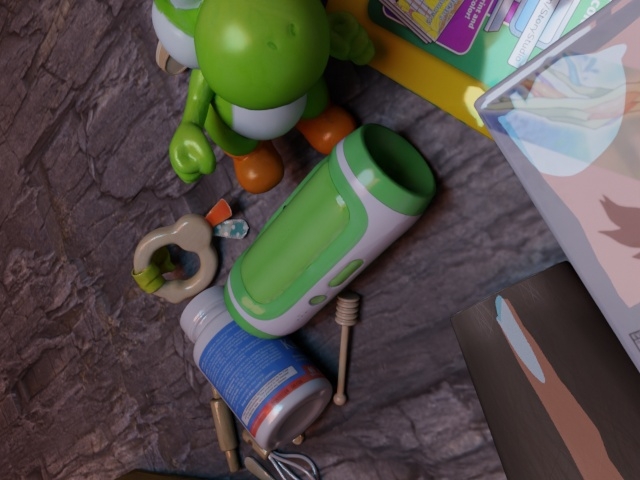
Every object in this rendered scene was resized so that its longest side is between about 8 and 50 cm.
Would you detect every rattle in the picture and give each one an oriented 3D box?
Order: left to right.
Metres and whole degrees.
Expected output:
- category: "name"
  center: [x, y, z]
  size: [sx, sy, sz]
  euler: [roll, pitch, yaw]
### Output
- category: "rattle"
  center: [-0.199, -0.009, 0.954]
  size: [0.130, 0.143, 0.200]
  euler: [35, 107, -9]

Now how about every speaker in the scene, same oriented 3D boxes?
- category: "speaker"
  center: [0.000, 0.000, 0.739]
  size: [0.296, 0.131, 0.131]
  euler: [-46, 71, 35]

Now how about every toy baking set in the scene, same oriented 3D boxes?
- category: "toy baking set"
  center: [-0.089, 0.301, 0.929]
  size: [0.196, 0.030, 0.256]
  euler: [-4, 96, 38]

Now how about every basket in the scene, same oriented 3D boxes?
- category: "basket"
  center: [0.232, 0.146, 0.576]
  size: [0.204, 0.154, 0.227]
  euler: [-36, 73, 41]

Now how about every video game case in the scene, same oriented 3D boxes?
- category: "video game case"
  center: [0.317, -0.067, 0.418]
  size: [0.329, 0.036, 0.300]
  euler: [-35, 82, 35]

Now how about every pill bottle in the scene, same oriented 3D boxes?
- category: "pill bottle"
  center: [-0.097, 0.165, 0.845]
  size: [0.221, 0.124, 0.124]
  euler: [43, 122, 27]

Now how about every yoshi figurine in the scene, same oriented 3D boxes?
- category: "yoshi figurine"
  center: [-0.054, -0.149, 0.590]
  size: [0.202, 0.362, 0.204]
  euler: [11, 75, 14]

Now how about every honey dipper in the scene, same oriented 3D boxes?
- category: "honey dipper"
  center: [0.030, 0.147, 0.806]
  size: [0.030, 0.030, 0.161]
  euler: [17, 110, 35]

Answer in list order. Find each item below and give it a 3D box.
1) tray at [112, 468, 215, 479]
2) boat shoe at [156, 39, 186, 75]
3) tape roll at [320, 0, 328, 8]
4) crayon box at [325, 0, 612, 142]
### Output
- category: "tray"
  center: [-0.271, 0.453, 0.978]
  size: [0.410, 0.202, 0.076]
  euler: [-13, 91, 42]
- category: "boat shoe"
  center: [-0.172, -0.285, 0.855]
  size: [0.170, 0.063, 0.059]
  euler: [-40, 68, 35]
- category: "tape roll"
  center: [-0.051, -0.336, 0.679]
  size: [0.189, 0.080, 0.189]
  euler: [11, 107, 37]
- category: "crayon box"
  center: [0.198, -0.284, 0.539]
  size: [0.313, 0.106, 0.363]
  euler: [38, 120, 24]
